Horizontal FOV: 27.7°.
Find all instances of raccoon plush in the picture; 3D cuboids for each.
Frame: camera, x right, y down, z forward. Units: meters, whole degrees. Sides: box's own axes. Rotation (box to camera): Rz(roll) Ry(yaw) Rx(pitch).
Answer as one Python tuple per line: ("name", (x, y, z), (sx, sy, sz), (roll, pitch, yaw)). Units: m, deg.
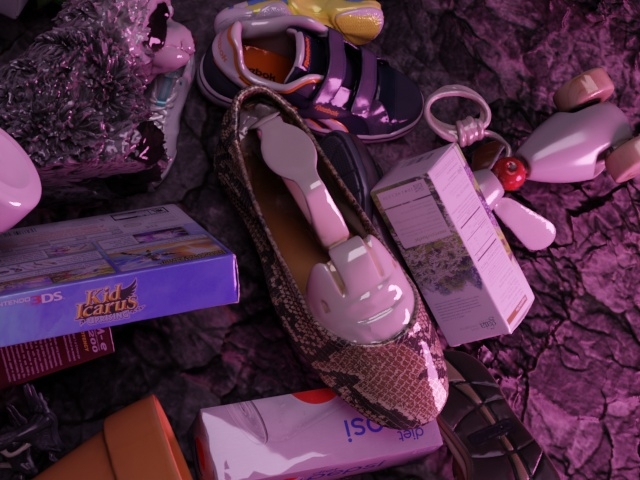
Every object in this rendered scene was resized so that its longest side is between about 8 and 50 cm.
("raccoon plush", (-0.350, -0.209, 1.505), (0.447, 0.216, 0.299), (2, 74, -38))

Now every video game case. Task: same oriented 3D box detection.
("video game case", (-0.255, 0.033, 1.442), (0.270, 0.244, 0.061), (-10, 107, -19))

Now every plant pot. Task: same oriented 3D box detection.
("plant pot", (-0.214, 0.331, 1.354), (0.204, 0.291, 0.290), (-21, 73, -7))

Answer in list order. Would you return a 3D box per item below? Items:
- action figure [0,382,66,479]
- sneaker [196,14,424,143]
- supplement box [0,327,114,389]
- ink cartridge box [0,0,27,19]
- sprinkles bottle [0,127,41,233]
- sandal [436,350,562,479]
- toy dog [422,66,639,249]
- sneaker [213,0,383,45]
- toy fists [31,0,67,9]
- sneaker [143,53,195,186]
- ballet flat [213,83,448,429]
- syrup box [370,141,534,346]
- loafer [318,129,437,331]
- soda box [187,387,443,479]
("action figure", (-0.418, 0.260, 1.384), (0.276, 0.164, 0.141), (-35, 92, -36))
("sneaker", (0.004, -0.215, 1.731), (0.321, 0.127, 0.126), (7, 65, -19))
("supplement box", (-0.369, 0.117, 1.467), (0.240, 0.130, 0.073), (-18, 108, -22))
("ink cartridge box", (-0.476, -0.475, 1.559), (0.385, 0.160, 0.279), (23, 59, -1))
("sprinkles bottle", (-0.459, 0.016, 1.380), (0.121, 0.355, 0.121), (45, 21, -22))
("sandal", (0.211, 0.274, 1.604), (0.120, 0.086, 0.302), (-12, 55, -15))
("toy dog", (0.298, -0.103, 1.784), (0.334, 0.161, 0.220), (-8, 71, -4))
("sneaker", (-0.038, -0.323, 1.811), (0.240, 0.091, 0.126), (-3, 49, -17))
("toy fists", (-0.349, -0.424, 1.743), (0.142, 0.096, 0.279), (-17, 64, -17))
("sneaker", (-0.209, -0.172, 1.673), (0.080, 0.094, 0.212), (17, 63, -10))
("ballet flat", (0.000, 0.000, 1.549), (0.164, 0.182, 0.482), (-22, 60, -16))
("syrup box", (0.169, 0.008, 1.639), (0.236, 0.093, 0.096), (61, 39, -14))
("loafer", (0.071, 0.002, 1.685), (0.095, 0.109, 0.302), (-3, 72, -39))
("soda box", (-0.007, 0.234, 1.547), (0.286, 0.091, 0.098), (-7, 68, -19))
